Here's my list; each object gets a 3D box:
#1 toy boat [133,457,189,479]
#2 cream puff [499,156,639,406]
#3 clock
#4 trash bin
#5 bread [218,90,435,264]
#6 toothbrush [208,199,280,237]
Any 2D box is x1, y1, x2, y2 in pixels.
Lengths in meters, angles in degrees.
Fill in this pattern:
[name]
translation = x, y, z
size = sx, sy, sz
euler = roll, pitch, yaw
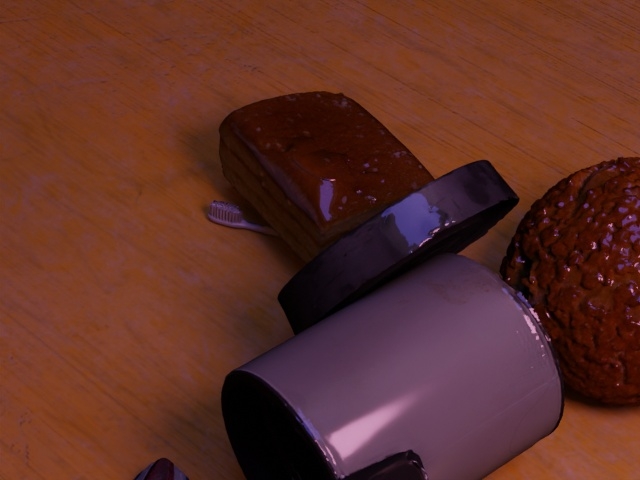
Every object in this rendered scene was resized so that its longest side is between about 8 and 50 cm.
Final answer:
[toy boat]
translation = -0.174, 0.307, 1.333
size = 0.080, 0.046, 0.229
euler = 10, 44, 4
[cream puff]
translation = 0.349, 0.024, 1.502
size = 0.303, 0.212, 0.303
euler = 3, 41, -2
[clock]
translation = 0.080, 0.011, 1.465
size = 0.280, 0.280, 0.055
euler = -29, 80, -26
[trash bin]
translation = 0.068, 0.162, 1.356
size = 0.262, 0.217, 0.277
euler = -28, 25, -25
[bread]
translation = 0.006, -0.081, 1.646
size = 0.184, 0.110, 0.234
euler = -19, 44, -30
[toothbrush]
translation = 0.000, 0.000, 1.646
size = 0.288, 0.024, 0.021
euler = 16, 44, 14
